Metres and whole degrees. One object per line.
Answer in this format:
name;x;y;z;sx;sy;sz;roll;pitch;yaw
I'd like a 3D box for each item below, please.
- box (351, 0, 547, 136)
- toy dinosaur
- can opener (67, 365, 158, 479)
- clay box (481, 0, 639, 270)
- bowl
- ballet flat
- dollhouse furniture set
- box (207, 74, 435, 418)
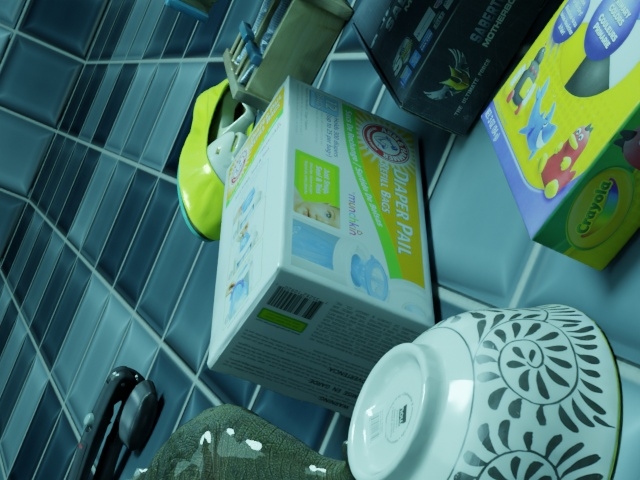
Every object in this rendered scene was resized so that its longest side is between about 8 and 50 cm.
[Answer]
box;0.113;-0.212;0.854;0.233;0.059;0.183;-59;21;21
toy dinosaur;-0.071;0.175;0.764;0.313;0.121;0.160;114;143;-53
can opener;-0.225;0.213;1.254;0.186;0.059;0.073;-61;22;15
clay box;0.172;-0.108;0.608;0.222;0.053;0.127;-57;23;28
bowl;0.066;0.099;0.618;0.170;0.080;0.170;-51;25;36
ballet flat;-0.098;-0.096;1.250;0.077;0.077;0.231;-37;31;25
dollhouse furniture set;-0.088;-0.227;1.190;0.129;0.183;0.129;-60;21;20
box;0.000;0.000;0.834;0.103;0.114;0.203;-53;24;36
